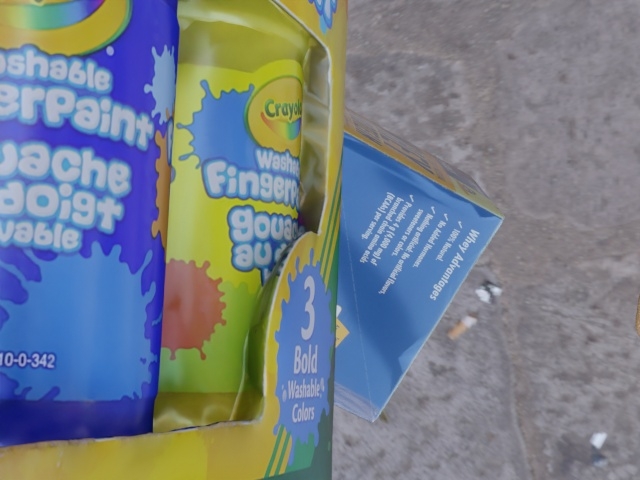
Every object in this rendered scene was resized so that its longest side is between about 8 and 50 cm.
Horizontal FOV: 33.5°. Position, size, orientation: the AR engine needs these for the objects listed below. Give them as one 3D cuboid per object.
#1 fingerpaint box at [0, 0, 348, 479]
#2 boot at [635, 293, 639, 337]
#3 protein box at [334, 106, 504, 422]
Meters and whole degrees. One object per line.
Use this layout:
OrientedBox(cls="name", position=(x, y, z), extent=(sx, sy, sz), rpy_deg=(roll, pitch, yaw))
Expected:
OrientedBox(cls="fingerpaint box", position=(-0.130, -0.057, 0.425), extent=(0.163, 0.445, 0.371), rpy_deg=(0, 83, 21))
OrientedBox(cls="boot", position=(0.441, 0.068, 0.901), extent=(0.236, 0.270, 0.089), rpy_deg=(9, 88, -50))
OrientedBox(cls="protein box", position=(0.000, 0.000, 0.860), extent=(0.201, 0.136, 0.199), rpy_deg=(28, 103, -12))
